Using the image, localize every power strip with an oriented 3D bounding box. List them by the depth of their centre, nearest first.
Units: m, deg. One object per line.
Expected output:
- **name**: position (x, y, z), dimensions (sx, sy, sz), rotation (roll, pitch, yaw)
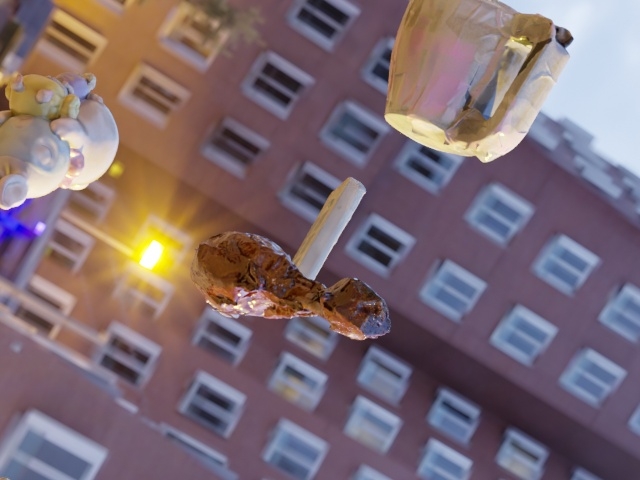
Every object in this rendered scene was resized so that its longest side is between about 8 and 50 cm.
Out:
- **power strip**: position (0.000, 0.000, 1.989), dimensions (0.192, 0.035, 0.081), rotation (-60, -174, -21)

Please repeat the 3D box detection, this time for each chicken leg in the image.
- **chicken leg**: position (-0.028, 0.054, 1.577), dimensions (0.304, 0.113, 0.093), rotation (15, -112, 50)

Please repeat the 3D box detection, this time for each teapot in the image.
- **teapot**: position (0.177, -0.173, 1.684), dimensions (0.163, 0.222, 0.178), rotation (31, 80, -61)

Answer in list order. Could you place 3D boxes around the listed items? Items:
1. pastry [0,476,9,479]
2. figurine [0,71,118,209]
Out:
- **pastry**: position (-0.458, 0.314, 1.787), dimensions (0.121, 0.258, 0.089), rotation (-66, -174, -26)
- **figurine**: position (-0.346, -0.121, 1.834), dimensions (0.235, 0.127, 0.155), rotation (-33, 141, -67)
